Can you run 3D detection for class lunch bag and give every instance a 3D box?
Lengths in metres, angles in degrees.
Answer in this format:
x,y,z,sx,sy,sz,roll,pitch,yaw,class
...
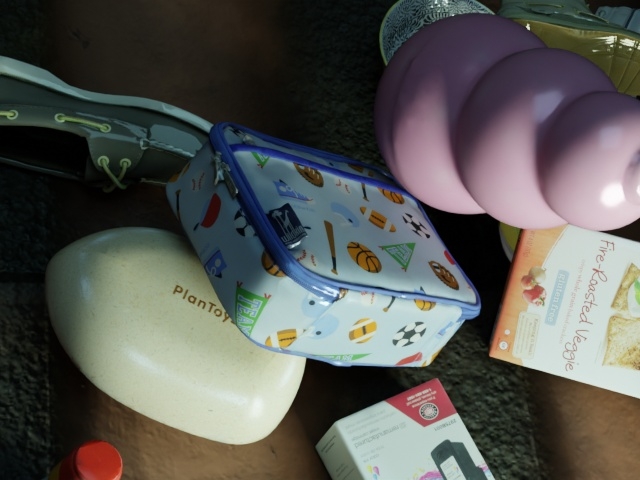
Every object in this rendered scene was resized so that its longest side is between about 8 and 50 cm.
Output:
x,y,z,sx,sy,sz,roll,pitch,yaw,class
0.000,0.000,1.397,0.303,0.115,0.243,16,36,-44,lunch bag

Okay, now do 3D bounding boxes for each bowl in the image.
x,y,z,sx,sy,sz,roll,pitch,yaw,class
0.137,-0.194,1.646,0.170,0.080,0.170,7,61,-13,bowl

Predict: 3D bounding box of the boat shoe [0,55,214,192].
x,y,z,sx,sy,sz,roll,pitch,yaw,class
-0.229,-0.097,1.465,0.305,0.109,0.091,17,59,-2,boat shoe

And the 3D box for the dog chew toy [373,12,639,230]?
x,y,z,sx,sy,sz,roll,pitch,yaw,class
0.203,-0.104,1.411,0.207,0.206,0.332,-26,32,-28,dog chew toy

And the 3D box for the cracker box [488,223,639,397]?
x,y,z,sx,sy,sz,roll,pitch,yaw,class
0.305,0.074,1.494,0.232,0.067,0.155,15,94,4,cracker box

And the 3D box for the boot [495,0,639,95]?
x,y,z,sx,sy,sz,roll,pitch,yaw,class
0.300,-0.249,1.642,0.213,0.077,0.165,13,39,-4,boot

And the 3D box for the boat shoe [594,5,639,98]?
x,y,z,sx,sy,sz,roll,pitch,yaw,class
0.312,-0.172,1.687,0.088,0.096,0.267,17,66,26,boat shoe

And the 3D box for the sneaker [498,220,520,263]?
x,y,z,sx,sy,sz,roll,pitch,yaw,class
0.290,0.019,1.572,0.208,0.094,0.081,36,59,4,sneaker

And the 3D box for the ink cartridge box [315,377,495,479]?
x,y,z,sx,sy,sz,roll,pitch,yaw,class
0.096,0.242,1.403,0.127,0.072,0.175,-20,70,-26,ink cartridge box

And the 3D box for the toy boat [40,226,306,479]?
x,y,z,sx,sy,sz,roll,pitch,yaw,class
-0.171,0.137,1.349,0.267,0.148,0.318,33,50,-4,toy boat
